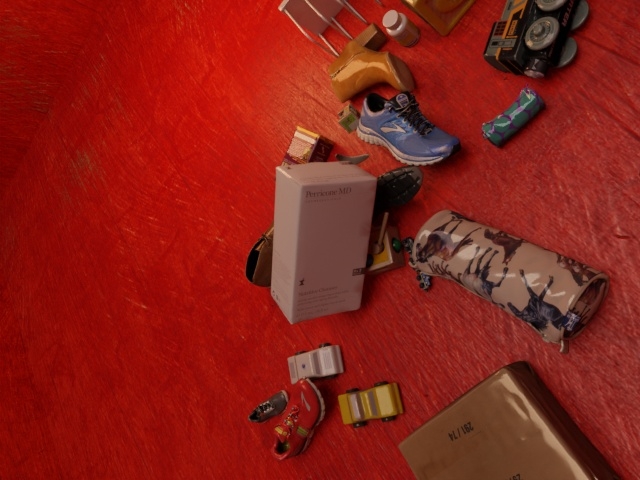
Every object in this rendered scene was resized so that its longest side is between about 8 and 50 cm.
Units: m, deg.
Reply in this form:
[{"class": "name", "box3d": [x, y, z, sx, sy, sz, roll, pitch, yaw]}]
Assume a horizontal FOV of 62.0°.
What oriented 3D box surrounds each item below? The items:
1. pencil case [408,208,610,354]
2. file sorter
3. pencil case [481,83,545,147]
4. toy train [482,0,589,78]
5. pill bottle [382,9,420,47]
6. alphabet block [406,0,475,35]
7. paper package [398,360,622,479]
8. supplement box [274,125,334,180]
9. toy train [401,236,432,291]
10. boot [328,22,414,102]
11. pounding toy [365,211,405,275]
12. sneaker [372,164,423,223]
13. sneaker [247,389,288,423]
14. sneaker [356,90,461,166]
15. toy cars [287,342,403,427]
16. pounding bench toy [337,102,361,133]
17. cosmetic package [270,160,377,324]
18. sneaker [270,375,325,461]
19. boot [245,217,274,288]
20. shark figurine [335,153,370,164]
[{"class": "pencil case", "box3d": [0.400, 0.074, 1.190, 0.410, 0.160, 0.183, 29, 85, 37]}, {"class": "file sorter", "box3d": [0.059, -0.719, 1.583, 0.277, 0.193, 0.173, -47, 60, 22]}, {"class": "pencil case", "box3d": [0.457, -0.295, 1.272, 0.152, 0.064, 0.070, -43, 84, 24]}, {"class": "toy train", "box3d": [0.510, -0.540, 1.237, 0.190, 0.142, 0.333, 21, 95, 48]}, {"class": "pill bottle", "box3d": [0.223, -0.588, 1.476, 0.065, 0.116, 0.065, -8, 77, 36]}, {"class": "alphabet block", "box3d": [0.293, -0.697, 1.396, 0.193, 0.192, 0.197, -50, 55, 22]}, {"class": "paper package", "box3d": [0.388, 0.467, 1.124, 0.325, 0.168, 0.309, -47, 56, 23]}, {"class": "supplement box", "box3d": [-0.051, -0.244, 1.651, 0.104, 0.081, 0.188, 31, 101, 37]}, {"class": "toy train", "box3d": [0.256, 0.060, 1.392, 0.036, 0.027, 0.158, -27, 65, 20]}, {"class": "boot", "box3d": [0.137, -0.466, 1.543, 0.211, 0.104, 0.295, -42, 54, 31]}, {"class": "pounding toy", "box3d": [0.158, 0.012, 1.428, 0.141, 0.100, 0.130, -22, 70, 34]}, {"class": "sneaker", "box3d": [0.169, -0.131, 1.421, 0.101, 0.106, 0.267, 46, 132, -11]}, {"class": "sneaker", "box3d": [-0.160, 0.510, 1.610, 0.158, 0.065, 0.061, -46, 58, 23]}, {"class": "sneaker", "box3d": [0.219, -0.300, 1.387, 0.330, 0.130, 0.147, 32, 141, 37]}, {"class": "toy cars", "box3d": [0.042, 0.394, 1.459, 0.394, 0.087, 0.176, 26, 98, 38]}, {"class": "pounding bench toy", "box3d": [0.097, -0.353, 1.577, 0.052, 0.083, 0.065, -36, 31, 26]}, {"class": "cosmetic package", "box3d": [0.000, 0.000, 1.373, 0.156, 0.217, 0.384, 46, 139, 51]}, {"class": "sneaker", "box3d": [-0.071, 0.506, 1.471, 0.107, 0.118, 0.278, 31, 119, 35]}, {"class": "boot", "box3d": [-0.143, 0.003, 1.660, 0.112, 0.115, 0.305, 22, 94, 40]}, {"class": "shark figurine", "box3d": [0.064, -0.111, 1.548, 0.116, 0.166, 0.278, 22, 77, 14]}]
